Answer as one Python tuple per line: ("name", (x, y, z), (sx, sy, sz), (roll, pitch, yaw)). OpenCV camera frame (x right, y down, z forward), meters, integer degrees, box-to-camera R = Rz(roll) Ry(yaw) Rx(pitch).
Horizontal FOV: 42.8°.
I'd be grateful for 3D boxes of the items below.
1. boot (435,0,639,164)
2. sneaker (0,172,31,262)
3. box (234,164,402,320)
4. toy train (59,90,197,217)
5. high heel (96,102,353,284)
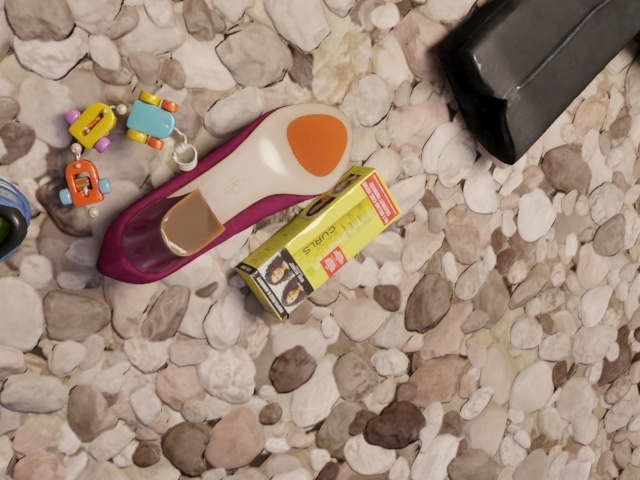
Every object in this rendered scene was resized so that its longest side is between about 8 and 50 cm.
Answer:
("boot", (0.423, -0.270, 1.252), (0.445, 0.146, 0.367), (-44, 108, -20))
("sneaker", (-0.449, 0.016, 0.810), (0.330, 0.147, 0.130), (-25, 111, -23))
("box", (0.000, 0.000, 1.117), (0.232, 0.058, 0.087), (-40, 116, -18))
("toy train", (-0.232, -0.105, 0.957), (0.166, 0.046, 0.125), (-19, 98, -1))
("high heel", (-0.117, -0.070, 1.043), (0.377, 0.181, 0.127), (-32, 101, -42))
